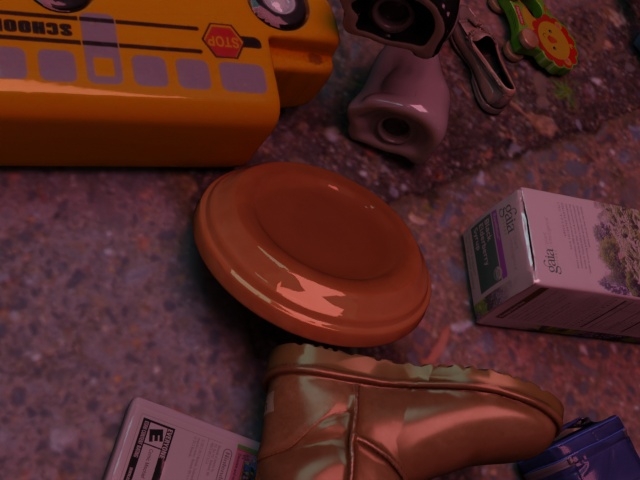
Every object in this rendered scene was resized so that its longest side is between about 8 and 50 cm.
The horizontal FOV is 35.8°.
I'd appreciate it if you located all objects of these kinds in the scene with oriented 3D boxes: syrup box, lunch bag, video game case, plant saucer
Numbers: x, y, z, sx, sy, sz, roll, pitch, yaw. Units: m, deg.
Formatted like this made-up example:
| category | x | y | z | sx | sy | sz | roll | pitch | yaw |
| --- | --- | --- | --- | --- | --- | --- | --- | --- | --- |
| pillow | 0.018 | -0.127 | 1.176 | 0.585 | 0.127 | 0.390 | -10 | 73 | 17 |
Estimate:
| category | x | y | z | sx | sy | sz | roll | pitch | yaw |
| --- | --- | --- | --- | --- | --- | --- | --- | --- | --- |
| syrup box | 0.256 | 0.029 | 0.909 | 0.237 | 0.096 | 0.093 | 8 | 61 | -24 |
| lunch bag | 0.220 | 0.184 | 0.830 | 0.098 | 0.067 | 0.065 | -17 | 75 | -34 |
| video game case | -0.073 | 0.237 | 0.680 | 0.193 | 0.023 | 0.212 | 24 | 56 | -15 |
| plant saucer | 0.000 | 0.000 | 0.779 | 0.200 | 0.037 | 0.200 | 17 | 35 | -13 |

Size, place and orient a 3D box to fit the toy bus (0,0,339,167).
| category | x | y | z | sx | sy | sz | roll | pitch | yaw |
| --- | --- | --- | --- | --- | --- | --- | --- | --- | --- |
| toy bus | -0.146 | -0.131 | 0.771 | 0.333 | 0.108 | 0.130 | -2 | 67 | -28 |

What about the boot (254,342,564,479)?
| category | x | y | z | sx | sy | sz | roll | pitch | yaw |
| --- | --- | --- | --- | --- | --- | --- | --- | --- | --- |
| boot | 0.048 | 0.219 | 0.675 | 0.236 | 0.089 | 0.269 | 8 | 58 | 0 |

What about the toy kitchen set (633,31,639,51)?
| category | x | y | z | sx | sy | sz | roll | pitch | yaw |
| --- | --- | --- | --- | --- | --- | --- | --- | --- | --- |
| toy kitchen set | 0.320 | -0.297 | 1.116 | 0.166 | 0.122 | 0.207 | -9 | 50 | -30 |

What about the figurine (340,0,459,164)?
| category | x | y | z | sx | sy | sz | roll | pitch | yaw |
| --- | --- | --- | --- | --- | --- | --- | --- | --- | --- |
| figurine | 0.091 | -0.211 | 0.893 | 0.092 | 0.214 | 0.209 | 11 | 55 | 12 |

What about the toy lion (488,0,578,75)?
| category | x | y | z | sx | sy | sz | roll | pitch | yaw |
| --- | --- | --- | --- | --- | --- | --- | --- | --- | --- |
| toy lion | 0.235 | -0.225 | 1.067 | 0.096 | 0.034 | 0.100 | 2 | 65 | -34 |

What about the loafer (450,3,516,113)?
| category | x | y | z | sx | sy | sz | roll | pitch | yaw |
| --- | --- | --- | --- | --- | --- | --- | --- | --- | --- |
| loafer | 0.167 | -0.191 | 1.006 | 0.045 | 0.039 | 0.125 | -8 | 70 | -30 |
